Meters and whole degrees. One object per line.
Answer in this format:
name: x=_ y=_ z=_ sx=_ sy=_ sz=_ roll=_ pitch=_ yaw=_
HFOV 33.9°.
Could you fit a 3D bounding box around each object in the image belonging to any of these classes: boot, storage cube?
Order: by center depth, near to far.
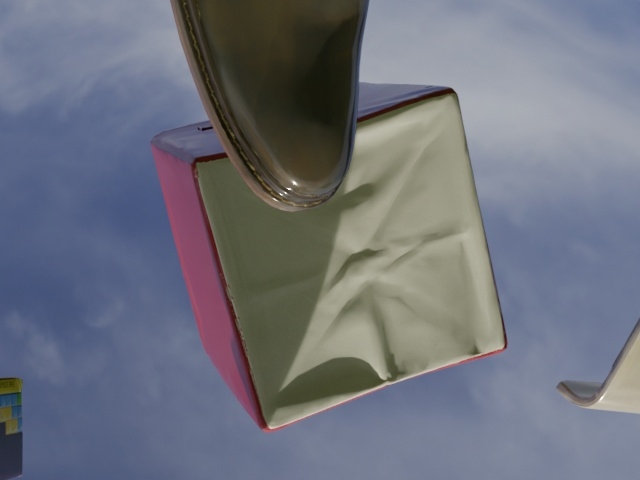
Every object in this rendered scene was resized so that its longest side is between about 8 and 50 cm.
boot: x=0.003 y=-0.122 z=0.369 sx=0.082 sy=0.106 sz=0.219 roll=-7 pitch=-88 yaw=-35
storage cube: x=0.000 y=0.000 z=0.756 sx=0.184 sy=0.193 sz=0.215 roll=-16 pitch=-77 yaw=-13

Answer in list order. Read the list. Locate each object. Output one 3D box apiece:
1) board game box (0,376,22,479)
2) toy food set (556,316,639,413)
board game box: x=-0.225 y=0.082 z=0.411 sx=0.170 sy=0.141 sz=0.048 roll=-4 pitch=-97 yaw=8
toy food set: x=0.343 y=0.021 z=0.824 sx=0.220 sy=0.306 sz=0.092 roll=8 pitch=-148 yaw=-17
